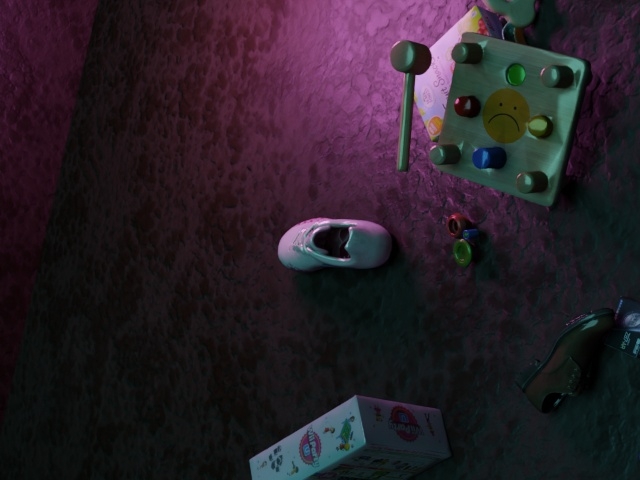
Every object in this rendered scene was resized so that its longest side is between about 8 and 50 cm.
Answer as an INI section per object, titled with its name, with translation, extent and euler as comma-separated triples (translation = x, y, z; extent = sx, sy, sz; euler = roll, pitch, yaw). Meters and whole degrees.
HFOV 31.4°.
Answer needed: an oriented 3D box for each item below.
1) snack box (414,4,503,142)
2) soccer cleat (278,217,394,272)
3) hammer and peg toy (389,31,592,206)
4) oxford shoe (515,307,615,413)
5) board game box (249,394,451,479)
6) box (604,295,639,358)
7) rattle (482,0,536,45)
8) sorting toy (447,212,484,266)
[snack box]
translation = 0.271, -0.306, 2.144
extent = 0.207, 0.070, 0.175
euler = -43, 53, 34
[soccer cleat]
translation = 0.000, 0.000, 2.307
extent = 0.331, 0.143, 0.116
euler = -3, 77, 48
[hammer and peg toy]
translation = 0.285, -0.222, 1.995
extent = 0.361, 0.127, 0.266
euler = 21, 109, 37
[oxford shoe]
translation = 0.415, 0.198, 1.845
extent = 0.227, 0.082, 0.096
euler = -59, 45, 37
[board game box]
translation = 0.052, 0.399, 2.084
extent = 0.303, 0.224, 0.098
euler = -36, 52, 36
[box]
translation = 0.495, 0.138, 1.813
extent = 0.067, 0.018, 0.083
euler = 26, 100, 49
[rattle]
translation = 0.336, -0.436, 2.110
extent = 0.142, 0.130, 0.200
euler = -2, 105, 59
[sorting toy]
translation = 0.271, -0.005, 2.093
extent = 0.061, 0.042, 0.102
euler = -35, 67, 56
